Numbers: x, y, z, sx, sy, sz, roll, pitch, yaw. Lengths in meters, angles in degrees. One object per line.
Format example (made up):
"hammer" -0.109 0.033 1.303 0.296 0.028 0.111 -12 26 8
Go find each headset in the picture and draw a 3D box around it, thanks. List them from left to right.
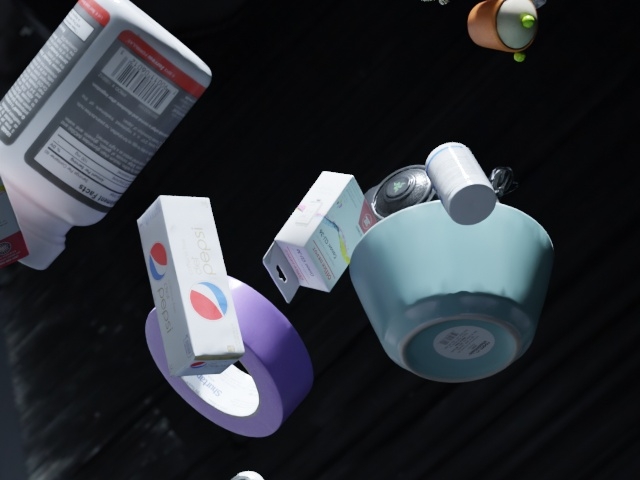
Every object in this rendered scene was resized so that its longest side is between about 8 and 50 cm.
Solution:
"headset" 0.199 -0.013 2.185 0.243 0.394 0.185 31 53 -14

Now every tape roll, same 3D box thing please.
"tape roll" -0.147 0.184 2.062 0.275 0.275 0.090 46 55 -3

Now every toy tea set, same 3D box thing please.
"toy tea set" 0.260 -0.444 2.072 0.336 0.200 0.124 31 -10 -31

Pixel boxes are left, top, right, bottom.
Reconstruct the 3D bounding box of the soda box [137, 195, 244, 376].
"soda box" -0.160 0.055 1.579 0.073 0.069 0.216 2 63 -35

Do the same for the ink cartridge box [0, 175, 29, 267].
"ink cartridge box" -0.453 -0.052 1.553 0.127 0.128 0.176 43 -29 47

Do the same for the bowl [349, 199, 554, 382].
"bowl" 0.199 0.098 1.913 0.311 0.311 0.163 34 41 -36

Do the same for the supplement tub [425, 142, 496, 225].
"supplement tub" 0.188 -0.077 1.733 0.071 0.071 0.107 36 20 -33

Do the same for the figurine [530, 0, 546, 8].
"figurine" 0.453 -0.561 2.539 0.209 0.215 0.092 -29 40 -33

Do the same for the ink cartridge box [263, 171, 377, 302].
"ink cartridge box" 0.000 0.000 2.067 0.067 0.198 0.115 12 -35 38

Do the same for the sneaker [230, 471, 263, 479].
"sneaker" -0.064 0.345 1.450 0.080 0.211 0.081 11 30 34

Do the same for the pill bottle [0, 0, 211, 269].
"pill bottle" -0.336 -0.153 1.772 0.210 0.363 0.210 39 5 -4
